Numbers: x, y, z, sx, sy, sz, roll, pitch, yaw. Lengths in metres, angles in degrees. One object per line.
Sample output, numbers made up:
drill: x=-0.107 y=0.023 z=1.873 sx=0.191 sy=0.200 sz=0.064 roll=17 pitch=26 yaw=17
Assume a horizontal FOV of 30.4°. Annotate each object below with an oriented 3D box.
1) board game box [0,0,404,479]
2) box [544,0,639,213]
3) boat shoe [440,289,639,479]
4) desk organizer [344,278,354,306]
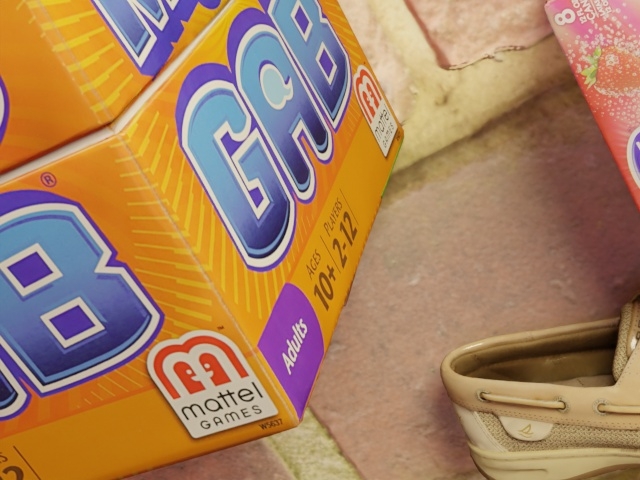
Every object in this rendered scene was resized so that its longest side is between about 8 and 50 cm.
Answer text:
board game box: x=-0.204 y=-0.079 z=0.740 sx=0.356 sy=0.356 sz=0.356 roll=-20 pitch=113 yaw=23
box: x=0.250 y=-0.086 z=0.756 sx=0.122 sy=0.128 sz=0.257 roll=-21 pitch=113 yaw=24
boat shoe: x=0.254 y=0.099 z=0.867 sx=0.341 sy=0.121 sz=0.110 roll=-16 pitch=115 yaw=23
desk organizer: x=0.000 y=0.000 z=0.869 sx=0.047 sy=0.130 sz=0.050 roll=-20 pitch=115 yaw=23
